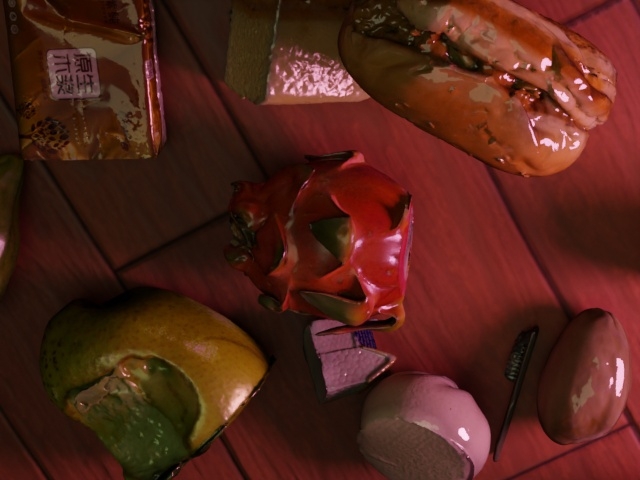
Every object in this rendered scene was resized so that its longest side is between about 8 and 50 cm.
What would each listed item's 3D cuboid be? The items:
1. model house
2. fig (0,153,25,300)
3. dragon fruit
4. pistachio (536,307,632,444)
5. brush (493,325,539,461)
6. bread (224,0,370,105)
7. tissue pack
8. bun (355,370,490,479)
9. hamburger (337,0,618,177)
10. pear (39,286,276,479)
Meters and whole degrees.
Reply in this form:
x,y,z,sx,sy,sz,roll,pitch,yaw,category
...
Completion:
x,y,z,sx,sy,sz,roll,pitch,yaw,category
0.037,0.148,1.728,0.100,0.088,0.100,-13,72,-12,model house
-0.464,0.006,1.705,0.167,0.167,0.233,34,116,-3,fig
0.005,0.001,1.615,0.227,0.224,0.224,-2,106,12,dragon fruit
0.335,0.175,1.683,0.108,0.126,0.185,6,110,-39,pistachio
0.245,0.198,1.734,0.028,0.034,0.190,17,109,12,brush
-0.005,-0.283,1.625,0.178,0.135,0.240,-1,109,-27,bread
-0.289,-0.215,1.651,0.183,0.092,0.226,-1,109,7,tissue pack
0.139,0.232,1.712,0.173,0.120,0.172,18,142,15,bun
0.173,-0.200,1.490,0.305,0.284,0.174,29,108,-8,hamburger
-0.225,0.162,1.721,0.238,0.164,0.255,-41,97,19,pear
